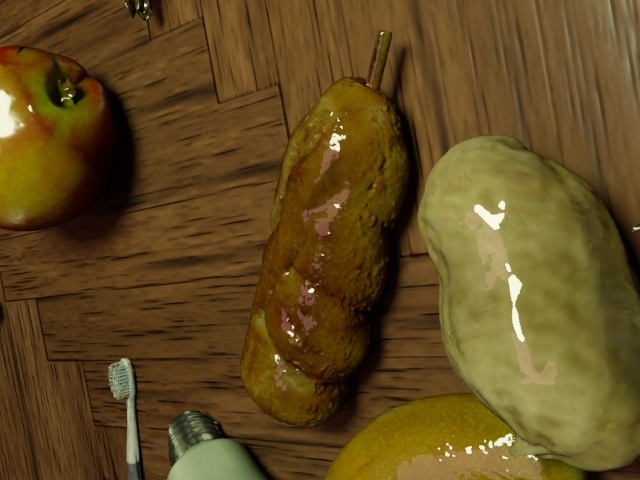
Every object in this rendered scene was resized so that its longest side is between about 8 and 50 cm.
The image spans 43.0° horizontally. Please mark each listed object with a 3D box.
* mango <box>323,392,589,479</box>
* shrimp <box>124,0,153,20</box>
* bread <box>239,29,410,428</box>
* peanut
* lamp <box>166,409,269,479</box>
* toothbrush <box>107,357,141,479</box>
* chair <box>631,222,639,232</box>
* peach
[{"bbox_3d":[0.092,0.186,0.613,0.227,0.099,0.136,-32,72,32],"label":"mango"},{"bbox_3d":[-0.219,-0.359,0.809,0.169,0.058,0.296,-1,94,48],"label":"shrimp"},{"bbox_3d":[0.002,-0.001,0.662,0.124,0.084,0.344,29,116,34],"label":"bread"},{"bbox_3d":[0.137,0.039,0.521,0.129,0.129,0.224,-30,72,41],"label":"peanut"},{"bbox_3d":[-0.069,0.301,0.752,0.314,0.182,0.182,31,120,56],"label":"lamp"},{"bbox_3d":[-0.218,0.280,0.953,0.024,0.026,0.288,4,102,44],"label":"toothbrush"},{"bbox_3d":[0.229,-0.028,0.485,0.086,0.037,0.042,-5,108,38],"label":"chair"},{"bbox_3d":[-0.307,-0.099,0.849,0.197,0.197,0.197,10,105,40],"label":"peach"}]
